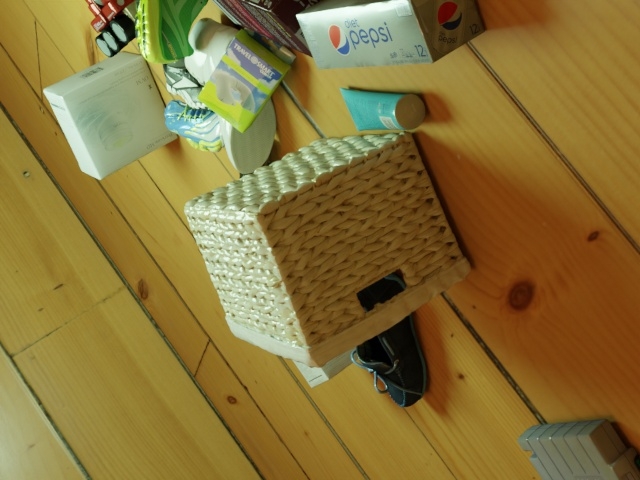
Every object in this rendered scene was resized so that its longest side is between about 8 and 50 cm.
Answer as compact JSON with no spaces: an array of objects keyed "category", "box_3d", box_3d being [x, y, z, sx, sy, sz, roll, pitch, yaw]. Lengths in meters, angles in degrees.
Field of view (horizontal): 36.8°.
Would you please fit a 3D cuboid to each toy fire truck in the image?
[{"category":"toy fire truck","box_3d":[-0.444,-0.543,2.027,0.246,0.158,0.217,52,159,-15]}]

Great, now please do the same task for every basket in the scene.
[{"category":"basket","box_3d":[0.000,0.000,1.585,0.331,0.328,0.267,6,121,62]}]

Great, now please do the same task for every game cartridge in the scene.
[{"category":"game cartridge","box_3d":[0.481,0.446,1.532,0.355,0.068,0.230,57,153,1]}]

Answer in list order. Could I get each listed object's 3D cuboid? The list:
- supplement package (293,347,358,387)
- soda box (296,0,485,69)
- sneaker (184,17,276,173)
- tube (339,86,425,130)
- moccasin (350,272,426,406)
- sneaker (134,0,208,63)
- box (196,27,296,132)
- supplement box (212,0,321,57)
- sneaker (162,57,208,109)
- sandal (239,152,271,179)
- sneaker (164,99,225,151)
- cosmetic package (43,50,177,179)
[{"category":"supplement package","box_3d":[-0.020,0.174,2.078,0.244,0.133,0.139,55,157,3]},{"category":"soda box","box_3d":[0.087,-0.297,1.309,0.286,0.098,0.091,14,134,59]},{"category":"sneaker","box_3d":[-0.177,-0.285,1.858,0.169,0.108,0.293,36,140,43]},{"category":"tube","box_3d":[0.088,-0.202,1.500,0.207,0.052,0.080,19,132,63]},{"category":"moccasin","box_3d":[0.113,0.200,1.867,0.137,0.116,0.342,29,144,48]},{"category":"sneaker","box_3d":[-0.267,-0.470,1.745,0.109,0.123,0.296,35,123,53]},{"category":"box","box_3d":[-0.132,-0.286,1.702,0.109,0.042,0.178,37,130,-4]},{"category":"supplement box","box_3d":[-0.090,-0.380,1.527,0.239,0.073,0.130,34,177,43]},{"category":"sneaker","box_3d":[-0.267,-0.340,1.986,0.234,0.078,0.106,31,149,50]},{"category":"sandal","box_3d":[-0.128,-0.127,1.991,0.090,0.060,0.219,55,143,42]},{"category":"sneaker","box_3d":[-0.264,-0.245,2.028,0.126,0.091,0.240,25,168,-21]},{"category":"cosmetic package","box_3d":[-0.500,-0.301,2.310,0.138,0.224,0.225,24,141,53]}]
